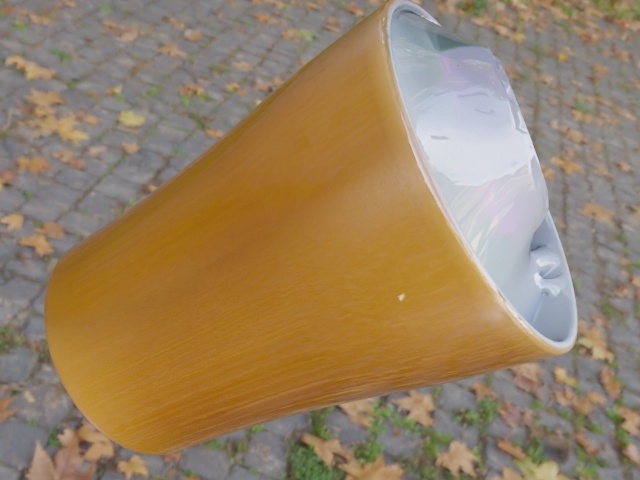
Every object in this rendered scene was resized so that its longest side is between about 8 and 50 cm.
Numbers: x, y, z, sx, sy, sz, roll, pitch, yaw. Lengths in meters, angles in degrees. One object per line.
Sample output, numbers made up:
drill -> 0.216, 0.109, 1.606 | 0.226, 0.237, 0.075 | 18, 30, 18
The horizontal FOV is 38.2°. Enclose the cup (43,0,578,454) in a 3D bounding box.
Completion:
cup -> 0.000, 0.000, 0.495 | 0.182, 0.264, 0.226 | 59, 25, -11
